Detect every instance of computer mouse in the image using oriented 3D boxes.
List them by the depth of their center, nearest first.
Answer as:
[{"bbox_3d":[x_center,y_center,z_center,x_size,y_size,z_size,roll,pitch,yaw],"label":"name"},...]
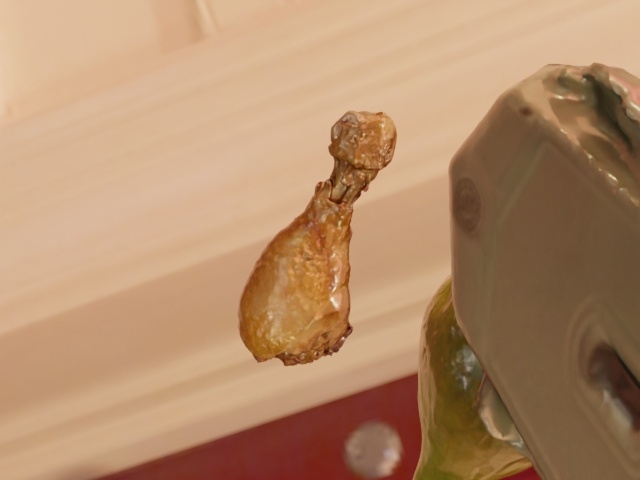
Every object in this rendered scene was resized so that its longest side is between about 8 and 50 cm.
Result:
[{"bbox_3d":[0.199,0.070,0.851,0.429,0.145,0.228,-120,-145,-45],"label":"computer mouse"}]

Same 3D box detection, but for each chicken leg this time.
[{"bbox_3d":[-0.001,0.001,1.592,0.107,0.251,0.087,31,19,29],"label":"chicken leg"}]

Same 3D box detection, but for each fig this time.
[{"bbox_3d":[0.166,0.158,1.782,0.206,0.275,0.206,24,14,-6],"label":"fig"}]
